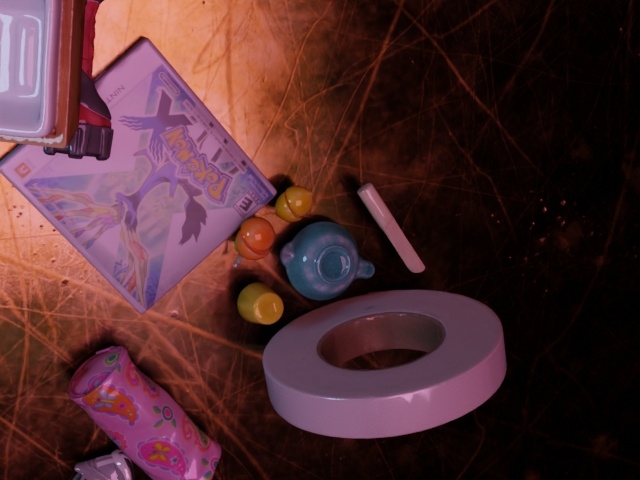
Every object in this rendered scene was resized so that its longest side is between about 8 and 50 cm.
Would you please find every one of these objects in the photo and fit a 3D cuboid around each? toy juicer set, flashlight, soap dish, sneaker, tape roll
[{"bbox_3d":[0.000,0.000,1.651,0.329,0.089,0.209,-18,103,-20],"label":"toy juicer set"},{"bbox_3d":[-0.337,-0.270,1.417,0.103,0.103,0.304,6,90,18],"label":"flashlight"},{"bbox_3d":[-0.451,-0.252,1.322,0.290,0.118,0.229,8,99,15],"label":"soap dish"},{"bbox_3d":[-0.368,0.467,1.653,0.132,0.086,0.229,-10,98,-13],"label":"sneaker"},{"bbox_3d":[0.101,0.186,1.576,0.392,0.392,0.072,-16,109,-16],"label":"tape roll"}]

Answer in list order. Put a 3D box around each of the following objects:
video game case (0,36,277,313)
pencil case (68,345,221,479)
[{"bbox_3d":[-0.277,-0.095,1.544,0.300,0.036,0.329,-42,115,-5],"label":"video game case"},{"bbox_3d":[-0.281,0.299,1.614,0.124,0.124,0.284,-42,116,-5],"label":"pencil case"}]
